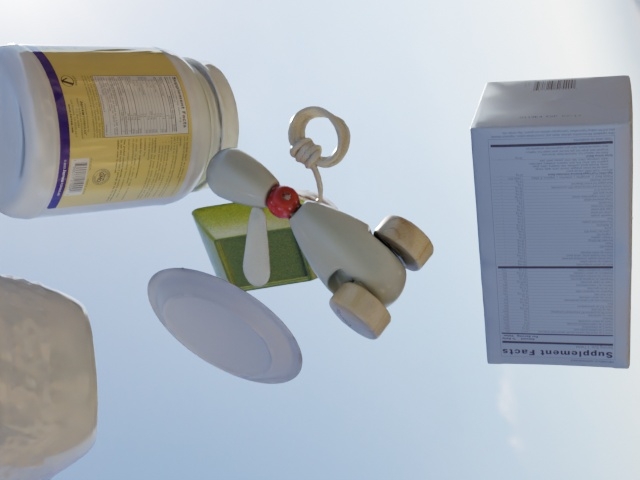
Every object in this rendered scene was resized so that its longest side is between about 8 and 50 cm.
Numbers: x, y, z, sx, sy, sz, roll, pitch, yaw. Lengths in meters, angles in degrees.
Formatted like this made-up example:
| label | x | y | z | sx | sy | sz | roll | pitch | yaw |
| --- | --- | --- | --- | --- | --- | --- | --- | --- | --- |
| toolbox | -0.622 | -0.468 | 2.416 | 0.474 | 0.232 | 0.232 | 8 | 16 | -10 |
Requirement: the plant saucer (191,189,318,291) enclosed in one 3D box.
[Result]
| label | x | y | z | sx | sy | sz | roll | pitch | yaw |
| --- | --- | --- | --- | --- | --- | --- | --- | --- | --- |
| plant saucer | -0.087 | 0.015 | 1.474 | 0.188 | 0.188 | 0.045 | 76 | -173 | -47 |

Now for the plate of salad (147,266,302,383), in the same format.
| label | x | y | z | sx | sy | sz | roll | pitch | yaw |
| --- | --- | --- | --- | --- | --- | --- | --- | --- | --- |
| plate of salad | -0.106 | 0.093 | 1.084 | 0.048 | 0.200 | 0.200 | -58 | -45 | -33 |

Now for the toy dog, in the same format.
| label | x | y | z | sx | sy | sz | roll | pitch | yaw |
| --- | --- | --- | --- | --- | --- | --- | --- | --- | --- |
| toy dog | 0.000 | 0.000 | 1.316 | 0.333 | 0.220 | 0.161 | 55 | 164 | 19 |

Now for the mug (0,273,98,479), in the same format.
| label | x | y | z | sx | sy | sz | roll | pitch | yaw |
| --- | --- | --- | --- | --- | --- | --- | --- | --- | --- |
| mug | -0.435 | 0.148 | 1.076 | 0.374 | 0.328 | 0.276 | -142 | 52 | -64 |

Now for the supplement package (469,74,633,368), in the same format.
| label | x | y | z | sx | sy | sz | roll | pitch | yaw |
| --- | --- | --- | --- | --- | --- | --- | --- | --- | --- |
| supplement package | 0.222 | -0.017 | 0.898 | 0.134 | 0.139 | 0.244 | -60 | -34 | -59 |

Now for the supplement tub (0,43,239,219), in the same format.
| label | x | y | z | sx | sy | sz | roll | pitch | yaw |
| --- | --- | --- | --- | --- | --- | --- | --- | --- | --- |
| supplement tub | -0.310 | -0.162 | 1.381 | 0.331 | 0.241 | 0.241 | -9 | -99 | -40 |
